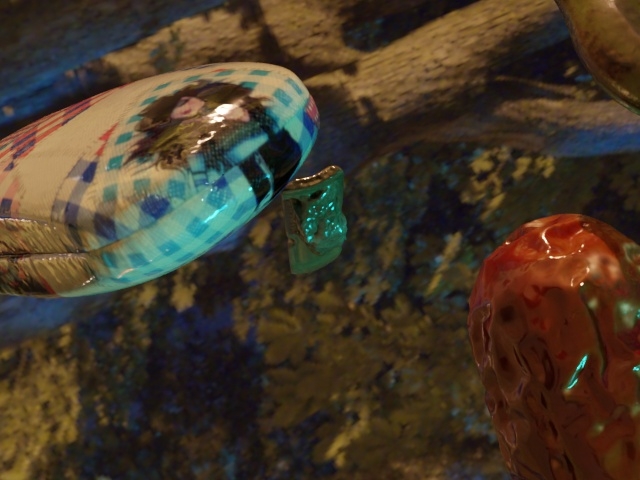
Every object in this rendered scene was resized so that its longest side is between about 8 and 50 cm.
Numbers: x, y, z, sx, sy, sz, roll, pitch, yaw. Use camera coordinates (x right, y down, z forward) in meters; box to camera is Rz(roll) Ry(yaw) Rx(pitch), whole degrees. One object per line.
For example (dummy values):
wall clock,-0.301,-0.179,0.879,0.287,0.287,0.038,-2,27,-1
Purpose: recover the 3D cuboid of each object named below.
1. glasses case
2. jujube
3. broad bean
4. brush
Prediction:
glasses case,-0.115,-0.027,0.611,0.327,0.125,0.076,-2,-59,58
jujube,0.207,0.103,0.945,0.174,0.174,0.250,-20,-90,48
broad bean,0.209,-0.189,0.911,0.061,0.077,0.339,76,-7,-69
brush,0.000,0.000,0.667,0.190,0.034,0.027,92,-26,-77
